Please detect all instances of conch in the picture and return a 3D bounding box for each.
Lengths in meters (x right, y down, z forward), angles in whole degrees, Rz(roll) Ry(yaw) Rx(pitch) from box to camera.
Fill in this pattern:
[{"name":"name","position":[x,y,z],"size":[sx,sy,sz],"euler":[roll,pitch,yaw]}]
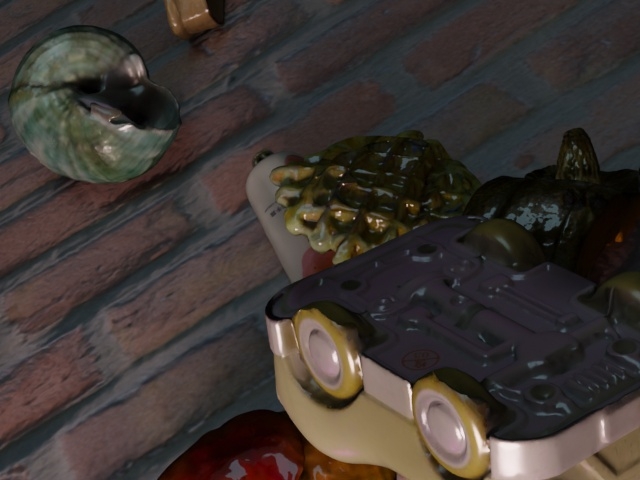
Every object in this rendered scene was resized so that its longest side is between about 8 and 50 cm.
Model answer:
[{"name":"conch","position":[-0.294,-0.181,1.788],"size":[0.220,0.195,0.277],"euler":[-6,16,-4]}]

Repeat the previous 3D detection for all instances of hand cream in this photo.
[{"name":"hand cream","position":[0.000,0.000,1.492],"size":[0.124,0.077,0.340],"euler":[-31,43,-5]}]

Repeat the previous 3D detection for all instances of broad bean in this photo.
[{"name":"broad bean","position":[-0.044,0.227,1.222],"size":[0.229,0.122,0.156],"euler":[-16,38,20]}]

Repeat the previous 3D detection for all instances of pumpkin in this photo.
[{"name":"pumpkin","position":[0.229,-0.024,1.331],"size":[0.131,0.126,0.248],"euler":[7,50,33]}]

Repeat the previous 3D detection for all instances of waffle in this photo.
[{"name":"waffle","position":[0.065,-0.047,1.457],"size":[0.223,0.054,0.204],"euler":[-17,46,-19]}]

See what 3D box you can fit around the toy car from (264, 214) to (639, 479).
[{"name":"toy car","position":[0.138,0.137,1.126],"size":[0.242,0.226,0.336],"euler":[-24,28,-28]}]

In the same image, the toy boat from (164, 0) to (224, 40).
[{"name":"toy boat","position":[-0.181,-0.357,1.945],"size":[0.061,0.116,0.188],"euler":[-13,40,9]}]

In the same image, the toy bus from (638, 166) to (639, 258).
[{"name":"toy bus","position":[0.351,0.023,1.217],"size":[0.123,0.121,0.335],"euler":[-4,43,10]}]
